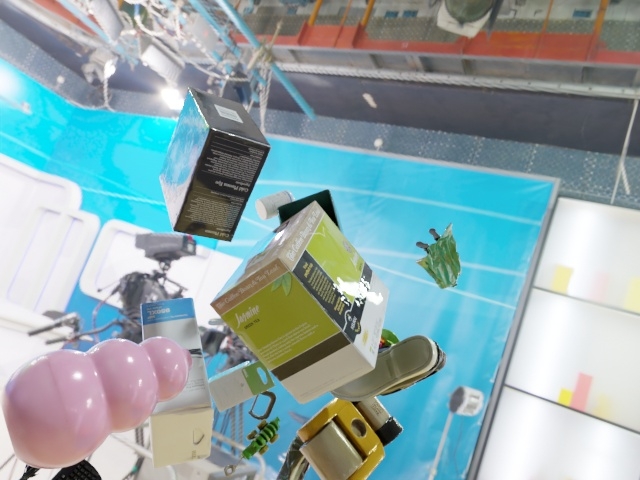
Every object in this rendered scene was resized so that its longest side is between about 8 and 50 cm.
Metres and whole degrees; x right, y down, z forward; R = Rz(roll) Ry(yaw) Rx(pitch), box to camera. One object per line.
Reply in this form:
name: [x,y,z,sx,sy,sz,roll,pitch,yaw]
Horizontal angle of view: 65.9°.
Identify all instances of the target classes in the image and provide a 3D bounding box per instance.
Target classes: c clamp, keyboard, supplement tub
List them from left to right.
keyboard: [-0.743,0.693,1.282,0.201,0.317,0.033,34,-53,2]
c clamp: [-0.261,0.689,2.105,0.137,0.161,0.022,14,8,-17]
supplement tub: [-0.139,-0.111,1.534,0.107,0.071,0.071,-23,15,-29]

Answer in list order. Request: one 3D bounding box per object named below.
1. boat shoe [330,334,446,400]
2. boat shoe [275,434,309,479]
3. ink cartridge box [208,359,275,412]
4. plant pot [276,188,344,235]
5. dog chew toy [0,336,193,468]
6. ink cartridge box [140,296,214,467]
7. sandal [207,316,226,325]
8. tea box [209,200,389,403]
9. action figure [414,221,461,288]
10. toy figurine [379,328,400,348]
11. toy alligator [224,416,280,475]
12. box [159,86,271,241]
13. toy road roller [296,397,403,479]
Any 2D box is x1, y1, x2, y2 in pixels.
boat shoe: [0.170,0.333,1.263,0.340,0.127,0.113,-35,-40,31]
boat shoe: [-0.070,0.717,1.592,0.080,0.224,0.073,-2,-41,47]
ink cartridge box: [-0.268,0.484,1.680,0.062,0.209,0.109,-138,-157,-87]
plant pot: [0.000,0.000,1.472,0.165,0.166,0.234,-20,-35,9]
dog chew toy: [-0.406,0.284,0.941,0.331,0.207,0.206,-16,14,-35]
ink cartridge box: [-0.433,0.413,1.470,0.166,0.286,0.395,-5,41,-20]
sandal: [-0.253,0.217,1.522,0.265,0.076,0.102,-10,-3,32]
tea box: [-0.027,0.133,1.174,0.324,0.220,0.329,52,25,-11]
action figure: [0.320,0.062,1.304,0.063,0.137,0.232,43,-7,45]
toy figurine: [0.181,0.361,1.550,0.173,0.130,0.159,47,17,26]
toy alligator: [-0.148,0.476,1.160,0.056,0.189,0.051,49,-47,6]
box: [-0.320,-0.224,1.431,0.178,0.313,0.343,11,27,-31]
toy road roller: [0.057,0.574,1.421,0.202,0.241,0.329,50,38,13]
